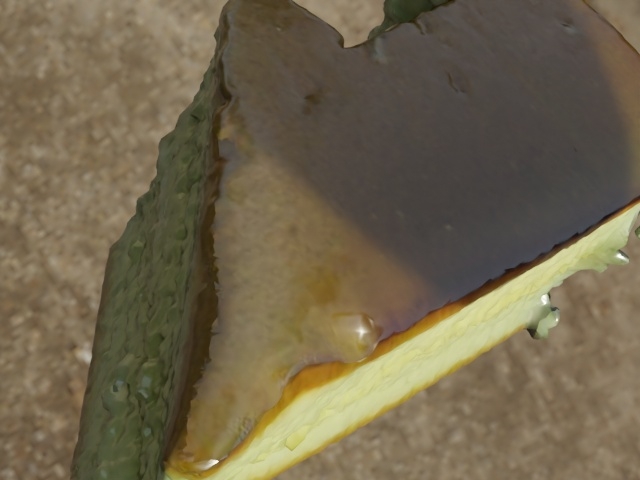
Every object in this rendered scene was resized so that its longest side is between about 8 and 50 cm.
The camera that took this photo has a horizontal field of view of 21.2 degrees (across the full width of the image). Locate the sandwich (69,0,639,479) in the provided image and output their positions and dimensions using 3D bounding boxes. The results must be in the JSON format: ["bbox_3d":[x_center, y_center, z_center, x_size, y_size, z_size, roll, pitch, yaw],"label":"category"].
[{"bbox_3d":[0.000,0.000,0.543,0.235,0.122,0.128,-25,66,-43],"label":"sandwich"}]
